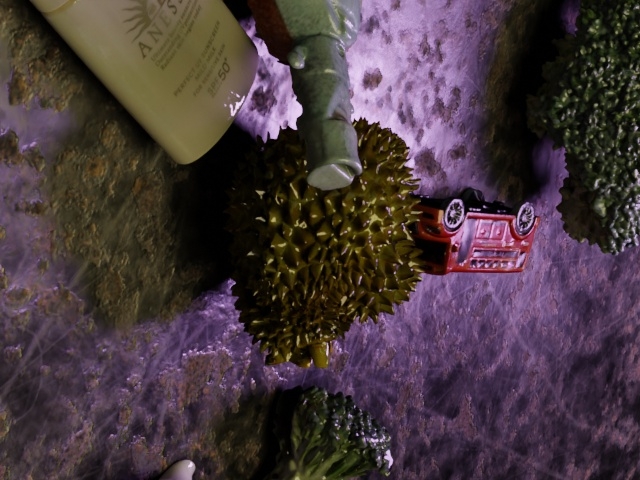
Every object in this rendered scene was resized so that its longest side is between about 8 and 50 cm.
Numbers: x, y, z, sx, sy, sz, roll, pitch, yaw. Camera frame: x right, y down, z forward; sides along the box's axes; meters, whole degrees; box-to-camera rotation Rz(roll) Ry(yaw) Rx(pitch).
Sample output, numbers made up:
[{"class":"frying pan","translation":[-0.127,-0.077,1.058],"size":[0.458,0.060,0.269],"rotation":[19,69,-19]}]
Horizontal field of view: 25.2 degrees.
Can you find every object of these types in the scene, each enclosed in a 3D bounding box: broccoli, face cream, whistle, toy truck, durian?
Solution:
[{"class":"broccoli","translation":[0.449,-0.161,2.079],"size":[0.277,0.338,0.317],"rotation":[-28,153,-4]},{"class":"broccoli","translation":[-0.027,0.338,1.860],"size":[0.165,0.145,0.304],"rotation":[25,98,-45]},{"class":"face cream","translation":[-0.193,-0.244,1.477],"size":[0.348,0.081,0.173],"rotation":[51,59,-45]},{"class":"whistle","translation":[-0.012,-0.212,1.579],"size":[0.142,0.134,0.346],"rotation":[79,2,-60]},{"class":"toy truck","translation":[0.189,-0.011,1.968],"size":[0.253,0.107,0.114],"rotation":[1,103,-48]},{"class":"durian","translation":[-0.004,-0.007,1.664],"size":[0.258,0.258,0.293],"rotation":[-18,130,-43]}]

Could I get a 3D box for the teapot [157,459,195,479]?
[{"class":"teapot","translation":[-0.202,0.363,1.696],"size":[0.226,0.092,0.145],"rotation":[-44,132,-24]}]
